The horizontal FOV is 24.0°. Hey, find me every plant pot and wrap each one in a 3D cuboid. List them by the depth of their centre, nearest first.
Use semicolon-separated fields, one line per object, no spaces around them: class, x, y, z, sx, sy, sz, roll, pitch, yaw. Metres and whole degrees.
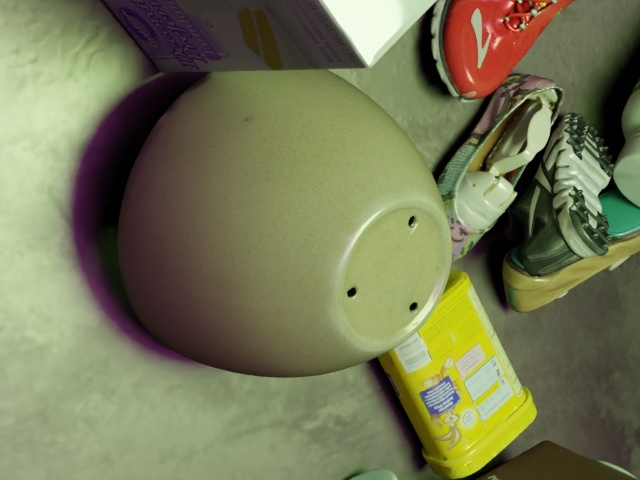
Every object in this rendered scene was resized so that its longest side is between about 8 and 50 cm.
plant pot;0.000;0.000;1.278;0.284;0.191;0.284;-19;119;-38

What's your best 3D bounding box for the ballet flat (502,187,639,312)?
ballet flat;0.278;0.008;1.592;0.232;0.080;0.073;-23;134;-28

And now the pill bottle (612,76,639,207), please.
pill bottle;0.401;-0.147;1.592;0.136;0.136;0.245;46;61;-28

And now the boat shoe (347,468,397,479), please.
boat shoe;0.020;0.306;1.441;0.183;0.065;0.083;-46;125;-20

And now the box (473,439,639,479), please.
box;0.147;0.339;1.386;0.381;0.191;0.143;-24;116;-31

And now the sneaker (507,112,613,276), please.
sneaker;0.234;-0.045;1.517;0.078;0.106;0.234;44;32;-21

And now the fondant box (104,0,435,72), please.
fondant box;-0.089;-0.246;1.157;0.096;0.330;0.238;-47;117;-19

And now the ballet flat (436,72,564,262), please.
ballet flat;0.176;-0.075;1.500;0.077;0.079;0.221;40;72;-28

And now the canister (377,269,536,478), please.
canister;0.129;0.129;1.488;0.126;0.073;0.170;-37;111;-26

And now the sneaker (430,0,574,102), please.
sneaker;0.211;-0.255;1.485;0.107;0.118;0.279;45;70;-27
